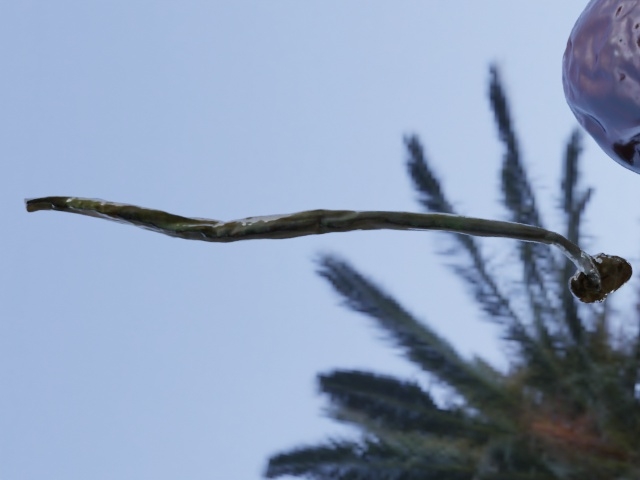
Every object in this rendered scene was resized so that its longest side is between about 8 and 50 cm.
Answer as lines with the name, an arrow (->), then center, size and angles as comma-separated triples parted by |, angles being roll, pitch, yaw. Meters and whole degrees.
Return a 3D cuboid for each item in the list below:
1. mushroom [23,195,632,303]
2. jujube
mushroom -> 0.001, -0.005, 0.678 | 0.026, 0.286, 0.028 | 90, -169, -57
jujube -> 0.271, -0.120, 1.067 | 0.168, 0.236, 0.168 | -2, -78, -10
